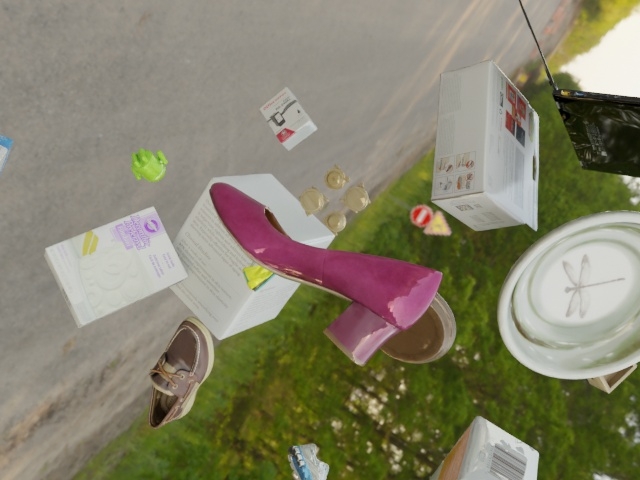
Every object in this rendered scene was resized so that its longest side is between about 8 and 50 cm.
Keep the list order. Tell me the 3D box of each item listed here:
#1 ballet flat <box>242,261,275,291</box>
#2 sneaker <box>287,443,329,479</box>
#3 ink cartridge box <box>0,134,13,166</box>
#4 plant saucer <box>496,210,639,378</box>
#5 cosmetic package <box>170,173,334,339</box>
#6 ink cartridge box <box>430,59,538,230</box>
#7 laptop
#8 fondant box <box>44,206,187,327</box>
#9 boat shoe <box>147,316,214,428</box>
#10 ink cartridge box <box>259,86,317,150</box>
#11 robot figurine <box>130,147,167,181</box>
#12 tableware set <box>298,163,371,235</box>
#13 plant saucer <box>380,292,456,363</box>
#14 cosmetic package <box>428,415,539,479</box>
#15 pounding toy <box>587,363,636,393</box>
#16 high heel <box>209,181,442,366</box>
[{"bbox_3d":[-0.124,0.057,1.815,0.077,0.077,0.231,-41,175,40],"label":"ballet flat"},{"bbox_3d":[-0.008,0.576,1.634,0.083,0.190,0.071,-8,158,-30],"label":"sneaker"},{"bbox_3d":[-0.793,-0.140,1.451,0.168,0.171,0.232,-56,-157,22],"label":"ink cartridge box"},{"bbox_3d":[0.547,0.100,1.386,0.400,0.401,0.100,-61,-162,26],"label":"plant saucer"},{"bbox_3d":[-0.238,0.042,2.173,0.393,0.329,0.327,-53,161,24],"label":"cosmetic package"},{"bbox_3d":[0.377,-0.191,1.523,0.272,0.130,0.309,26,64,-46],"label":"ink cartridge box"},{"bbox_3d":[0.613,-0.316,1.439,0.382,0.408,0.236,31,77,-56],"label":"laptop"},{"bbox_3d":[-0.589,0.073,1.975,0.330,0.238,0.096,-26,178,-29],"label":"fondant box"},{"bbox_3d":[-0.372,0.349,1.743,0.123,0.123,0.342,-31,152,-55],"label":"boat shoe"},{"bbox_3d":[-0.097,-0.359,2.006,0.109,0.150,0.063,-37,155,10],"label":"ink cartridge box"},{"bbox_3d":[-0.474,-0.205,1.886,0.101,0.067,0.115,-31,147,6],"label":"robot figurine"},{"bbox_3d":[0.036,-0.104,1.741,0.169,0.141,0.020,-43,176,19],"label":"tableware set"},{"bbox_3d":[0.240,0.235,1.916,0.041,0.278,0.278,-45,166,-53],"label":"plant saucer"},{"bbox_3d":[0.283,0.635,1.495,0.453,0.162,0.230,-63,171,26],"label":"cosmetic package"},{"bbox_3d":[0.749,0.300,1.817,0.130,0.141,0.100,-39,-159,-11],"label":"pounding toy"},{"bbox_3d":[0.000,0.000,1.041,0.181,0.377,0.127,-47,169,5],"label":"high heel"}]
